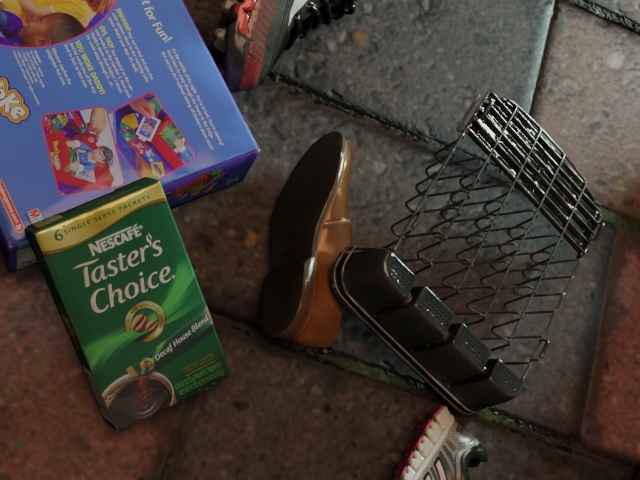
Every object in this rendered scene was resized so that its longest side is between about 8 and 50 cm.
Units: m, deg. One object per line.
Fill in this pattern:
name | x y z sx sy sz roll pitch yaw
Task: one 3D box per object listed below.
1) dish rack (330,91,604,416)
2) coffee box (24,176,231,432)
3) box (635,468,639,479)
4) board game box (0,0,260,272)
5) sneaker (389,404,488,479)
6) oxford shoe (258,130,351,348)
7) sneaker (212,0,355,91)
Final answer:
dish rack | 0.155 0.003 0.918 0.208 0.074 0.272 45 59 -18
coffee box | -0.155 0.052 0.801 0.113 0.040 0.184 -24 108 -23
box | 0.412 0.300 0.875 0.256 0.128 0.123 33 59 -6
board game box | -0.238 -0.176 0.876 0.233 0.078 0.347 -23 80 -23
sneaker | 0.094 0.229 0.846 0.074 0.063 0.170 32 61 2
oxford shoe | 0.000 0.000 0.905 0.076 0.076 0.212 28 64 -36
sneaker | -0.016 -0.252 0.959 0.135 0.098 0.276 24 65 -5
